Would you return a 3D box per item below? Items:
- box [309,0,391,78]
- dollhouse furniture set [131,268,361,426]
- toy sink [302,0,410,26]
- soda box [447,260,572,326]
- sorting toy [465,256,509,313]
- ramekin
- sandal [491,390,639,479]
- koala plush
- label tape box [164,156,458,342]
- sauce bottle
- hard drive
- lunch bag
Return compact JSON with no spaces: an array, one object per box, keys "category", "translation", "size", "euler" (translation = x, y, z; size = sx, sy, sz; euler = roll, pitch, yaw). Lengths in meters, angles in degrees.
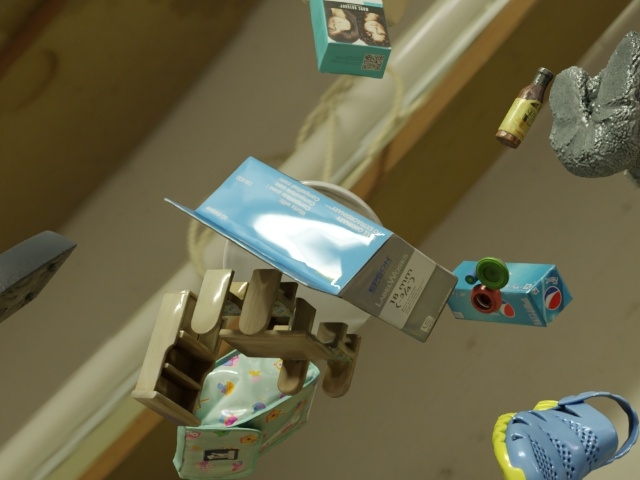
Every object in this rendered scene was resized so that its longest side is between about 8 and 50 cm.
[{"category":"box","translation":[0.040,-0.353,1.975],"size":[0.100,0.244,0.060],"euler":[4,-43,-13]},{"category":"dollhouse furniture set","translation":[-0.106,0.157,1.708],"size":[0.212,0.242,0.161],"euler":[43,-126,-47]},{"category":"toy sink","translation":[0.086,-0.481,2.380],"size":[0.153,0.131,0.234],"euler":[-62,21,-7]},{"category":"soda box","translation":[0.279,0.080,1.968],"size":[0.071,0.067,0.210],"euler":[-41,23,-26]},{"category":"sorting toy","translation":[0.243,0.056,1.855],"size":[0.042,0.061,0.102],"euler":[-43,-26,-47]},{"category":"ramekin","translation":[-0.019,0.031,2.100],"size":[0.273,0.273,0.127],"euler":[-47,5,8]},{"category":"sandal","translation":[0.317,0.258,1.654],"size":[0.138,0.126,0.317],"euler":[-18,1,27]},{"category":"koala plush","translation":[0.469,-0.151,1.892],"size":[0.196,0.221,0.203],"euler":[-26,46,50]},{"category":"label tape box","translation":[0.000,0.000,1.610],"size":[0.106,0.240,0.333],"euler":[-60,-31,0]},{"category":"sauce bottle","translation":[0.309,-0.200,1.937],"size":[0.128,0.042,0.042],"euler":[-61,-13,-5]},{"category":"hard drive","translation":[-0.451,0.084,1.722],"size":[0.172,0.054,0.254],"euler":[-44,-3,43]},{"category":"lunch bag","translation":[-0.143,0.304,2.270],"size":[0.262,0.160,0.223],"euler":[-34,-22,-26]}]
